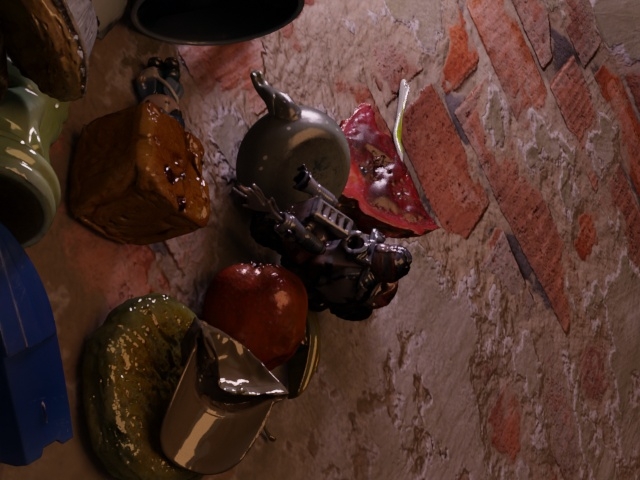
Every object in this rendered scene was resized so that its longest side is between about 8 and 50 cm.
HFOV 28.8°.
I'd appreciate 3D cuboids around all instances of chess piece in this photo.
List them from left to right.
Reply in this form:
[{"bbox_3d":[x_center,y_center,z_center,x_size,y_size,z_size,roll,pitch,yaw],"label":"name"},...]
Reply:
[{"bbox_3d":[-0.396,-0.142,1.552,0.176,0.176,0.298,44,32,-37],"label":"chess piece"}]

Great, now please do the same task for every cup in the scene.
[{"bbox_3d":[-0.149,-0.485,1.908,0.331,0.257,0.311,9,69,-51],"label":"cup"}]

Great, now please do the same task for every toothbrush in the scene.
[{"bbox_3d":[0.157,-0.211,2.432,0.022,0.026,0.263,45,44,-45],"label":"toothbrush"}]

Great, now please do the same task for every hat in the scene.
[{"bbox_3d":[-0.158,0.215,1.691,0.166,0.144,0.173,42,86,-23],"label":"hat"}]

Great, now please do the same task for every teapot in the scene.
[{"bbox_3d":[-0.048,-0.123,2.003,0.193,0.129,0.294,-26,123,-23],"label":"teapot"}]

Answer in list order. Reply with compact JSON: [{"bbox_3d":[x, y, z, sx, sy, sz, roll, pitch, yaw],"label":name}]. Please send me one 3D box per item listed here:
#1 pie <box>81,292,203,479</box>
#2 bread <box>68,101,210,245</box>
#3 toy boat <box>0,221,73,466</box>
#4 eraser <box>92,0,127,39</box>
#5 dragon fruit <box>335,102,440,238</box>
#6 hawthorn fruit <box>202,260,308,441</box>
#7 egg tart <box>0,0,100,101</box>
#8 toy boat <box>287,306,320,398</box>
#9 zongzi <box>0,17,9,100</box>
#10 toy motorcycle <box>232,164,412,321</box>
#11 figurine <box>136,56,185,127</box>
[{"bbox_3d":[-0.225,0.211,1.710,0.277,0.078,0.277,32,48,-44],"label":"pie"},{"bbox_3d":[-0.248,-0.088,1.713,0.149,0.158,0.143,31,49,-44],"label":"bread"},{"bbox_3d":[-0.373,0.110,1.482,0.129,0.088,0.295,-30,117,-56],"label":"toy boat"},{"bbox_3d":[-0.305,-0.420,1.654,0.189,0.104,0.290,-55,166,-46],"label":"eraser"},{"bbox_3d":[0.054,-0.090,2.173,0.211,0.134,0.262,-14,73,-44],"label":"dragon fruit"},{"bbox_3d":[-0.102,0.172,1.870,0.165,0.165,0.285,-14,113,-55],"label":"hawthorn fruit"},{"bbox_3d":[-0.332,-0.275,1.470,0.094,0.234,0.234,-37,111,-23],"label":"egg tart"},{"bbox_3d":[-0.038,0.169,1.988,0.066,0.065,0.172,10,65,-34],"label":"toy boat"},{"bbox_3d":[-0.538,-0.253,1.426,0.286,0.134,0.288,-20,57,-32],"label":"zongzi"},{"bbox_3d":[0.000,0.000,1.909,0.401,0.207,0.134,45,49,-34],"label":"toy motorcycle"},{"bbox_3d":[-0.242,-0.202,1.841,0.087,0.086,0.149,97,-6,-51],"label":"figurine"}]
